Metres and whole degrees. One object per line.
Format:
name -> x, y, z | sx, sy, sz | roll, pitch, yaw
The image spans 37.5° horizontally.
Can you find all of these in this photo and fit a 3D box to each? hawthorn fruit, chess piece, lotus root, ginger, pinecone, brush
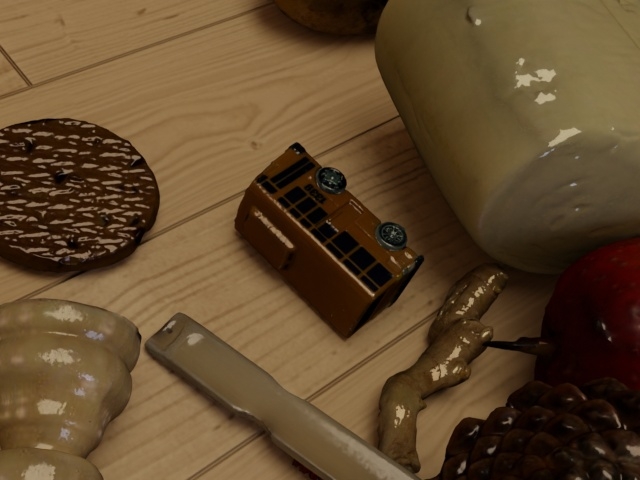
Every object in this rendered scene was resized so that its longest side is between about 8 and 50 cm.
hawthorn fruit -> 0.319, 0.112, 0.989 | 0.300, 0.254, 0.254 | 5, 51, 3
chess piece -> -0.232, 0.190, 0.798 | 0.142, 0.143, 0.261 | 8, 57, -14
lotus root -> 0.052, -0.385, 1.301 | 0.290, 0.193, 0.193 | -10, 59, -27
ginger -> 0.132, 0.129, 1.008 | 0.089, 0.075, 0.288 | 1, 41, 36
pinecone -> 0.241, 0.273, 0.816 | 0.296, 0.298, 0.242 | 46, 7, -14
brush -> -0.036, 0.181, 0.929 | 0.321, 0.050, 0.060 | 33, 53, 16

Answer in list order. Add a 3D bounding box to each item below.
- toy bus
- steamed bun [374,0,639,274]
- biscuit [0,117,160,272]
toy bus -> 0.000, 0.000, 1.041 | 0.201, 0.098, 0.114 | 44, 52, 13
steamed bun -> 0.295, -0.140, 1.128 | 0.455, 0.290, 0.371 | -1, 56, -32
biscuit -> -0.281, -0.050, 1.016 | 0.212, 0.036, 0.212 | 9, 52, -12
